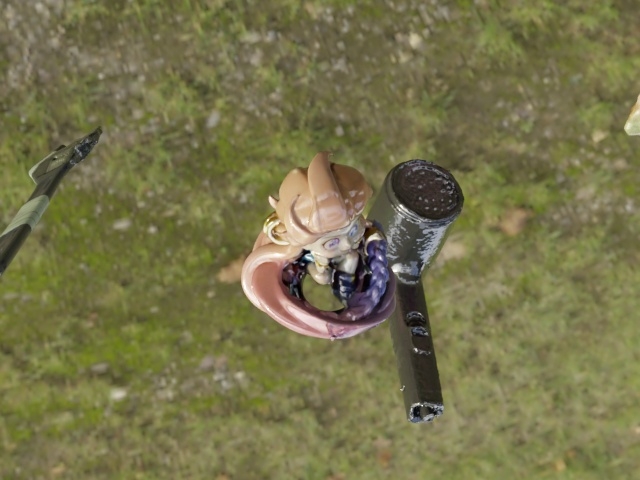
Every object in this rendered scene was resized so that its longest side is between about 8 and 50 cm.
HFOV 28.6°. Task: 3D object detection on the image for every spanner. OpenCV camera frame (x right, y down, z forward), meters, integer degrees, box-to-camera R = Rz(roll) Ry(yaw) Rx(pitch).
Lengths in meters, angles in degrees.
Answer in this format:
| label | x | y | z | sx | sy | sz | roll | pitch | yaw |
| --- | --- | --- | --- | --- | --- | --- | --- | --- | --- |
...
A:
| label | x | y | z | sx | sy | sz | roll | pitch | yaw |
| --- | --- | --- | --- | --- | --- | --- | --- | --- | --- |
| spanner | -0.254 | -0.033 | 1.127 | 0.087 | 0.316 | 0.024 | -32 | 109 | 16 |

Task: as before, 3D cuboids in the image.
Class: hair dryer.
| label | x | y | z | sx | sy | sz | roll | pitch | yaw |
| --- | --- | --- | --- | --- | --- | --- | --- | --- | --- |
| hair dryer | 0.094 | 0.068 | 1.280 | 0.089 | 0.251 | 0.197 | 2 | 145 | -16 |

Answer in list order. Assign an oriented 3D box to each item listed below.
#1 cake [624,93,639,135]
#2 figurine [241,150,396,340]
| label | x | y | z | sx | sy | sz | roll | pitch | yaw |
| --- | --- | --- | --- | --- | --- | --- | --- | --- | --- |
| cake | 0.340 | -0.060 | 0.705 | 0.227 | 0.286 | 0.222 | -31 | 143 | -24 |
| figurine | -0.005 | -0.002 | 0.985 | 0.126 | 0.114 | 0.157 | -31 | 131 | -17 |
